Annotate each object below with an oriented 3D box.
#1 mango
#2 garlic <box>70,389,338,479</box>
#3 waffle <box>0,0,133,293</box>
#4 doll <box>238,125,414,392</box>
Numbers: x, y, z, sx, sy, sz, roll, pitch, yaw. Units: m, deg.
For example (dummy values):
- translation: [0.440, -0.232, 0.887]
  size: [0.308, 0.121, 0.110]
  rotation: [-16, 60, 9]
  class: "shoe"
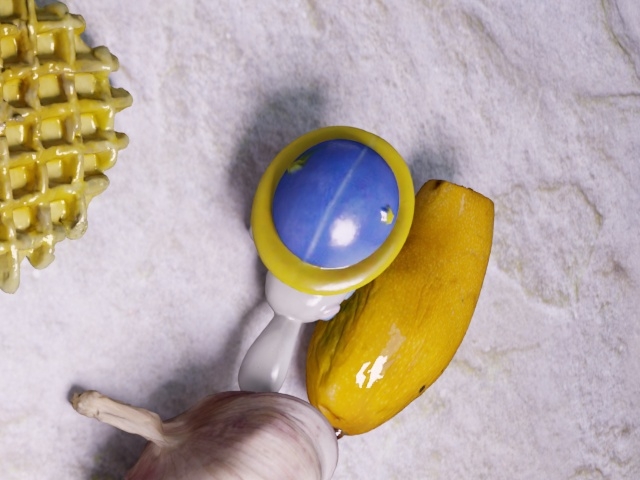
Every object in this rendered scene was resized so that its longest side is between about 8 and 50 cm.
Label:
- translation: [0.102, 0.078, 1.472]
  size: [0.359, 0.144, 0.187]
  rotation: [-53, 147, -27]
  class: "mango"
- translation: [-0.136, 0.221, 1.233]
  size: [0.253, 0.245, 0.245]
  rotation: [41, 63, -7]
  class: "garlic"
- translation: [-0.281, -0.096, 1.105]
  size: [0.250, 0.056, 0.261]
  rotation: [50, 60, -40]
  class: "waffle"
- translation: [-0.022, 0.015, 1.326]
  size: [0.159, 0.242, 0.311]
  rotation: [31, 73, -10]
  class: "doll"
